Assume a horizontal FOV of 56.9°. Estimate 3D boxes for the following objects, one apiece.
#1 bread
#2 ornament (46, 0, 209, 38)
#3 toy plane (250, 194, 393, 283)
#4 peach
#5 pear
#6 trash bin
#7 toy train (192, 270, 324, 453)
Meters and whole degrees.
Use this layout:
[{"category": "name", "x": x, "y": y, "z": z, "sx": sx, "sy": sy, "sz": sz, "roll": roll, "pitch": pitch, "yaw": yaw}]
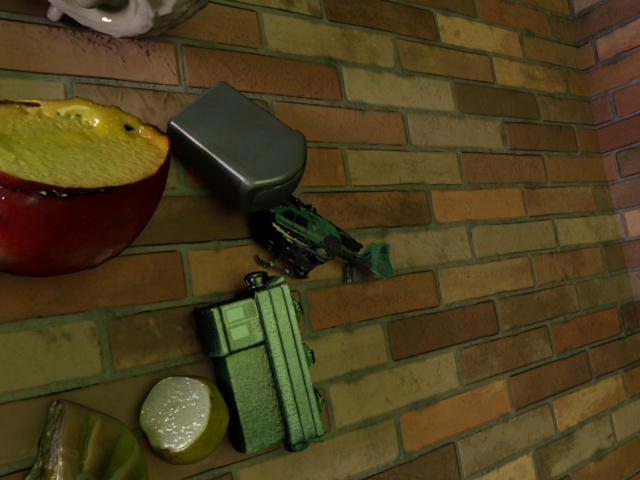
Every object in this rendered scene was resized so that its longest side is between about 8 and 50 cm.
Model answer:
[{"category": "bread", "x": -0.317, "y": 0.348, "z": 0.841, "sx": 0.156, "sy": 0.158, "sz": 0.261, "roll": -29, "pitch": 100, "yaw": -40}, {"category": "ornament", "x": -0.311, "y": -0.501, "z": 0.927, "sx": 0.336, "sy": 0.337, "sz": 0.338, "roll": 9, "pitch": 74, "yaw": -35}, {"category": "toy plane", "x": 0.000, "y": 0.000, "z": 1.191, "sx": 0.381, "sy": 0.106, "sz": 0.155, "roll": 25, "pitch": 50, "yaw": -23}, {"category": "peach", "x": -0.381, "y": -0.072, "z": 0.868, "sx": 0.257, "sy": 0.201, "sz": 0.361, "roll": 38, "pitch": 35, "yaw": 18}, {"category": "pear", "x": -0.215, "y": 0.292, "z": 0.956, "sx": 0.104, "sy": 0.140, "sz": 0.141, "roll": 74, "pitch": 36, "yaw": -55}, {"category": "trash bin", "x": -0.141, "y": -0.165, "z": 1.076, "sx": 0.236, "sy": 0.101, "sz": 0.177, "roll": 38, "pitch": 58, "yaw": 6}, {"category": "toy train", "x": -0.110, "y": 0.223, "z": 1.043, "sx": 0.178, "sy": 0.138, "sz": 0.331, "roll": -13, "pitch": 90, "yaw": -28}]
